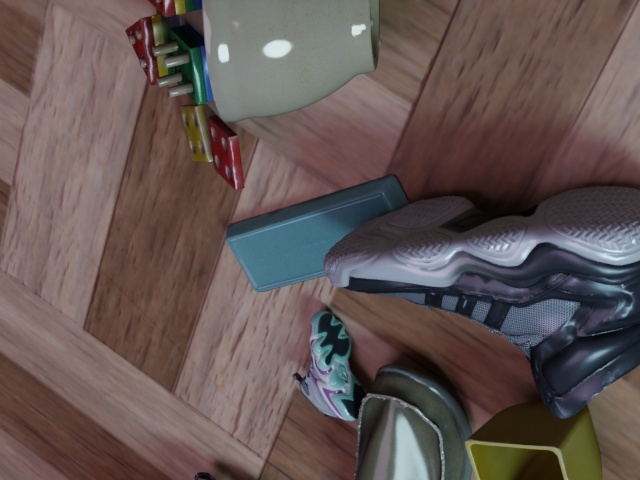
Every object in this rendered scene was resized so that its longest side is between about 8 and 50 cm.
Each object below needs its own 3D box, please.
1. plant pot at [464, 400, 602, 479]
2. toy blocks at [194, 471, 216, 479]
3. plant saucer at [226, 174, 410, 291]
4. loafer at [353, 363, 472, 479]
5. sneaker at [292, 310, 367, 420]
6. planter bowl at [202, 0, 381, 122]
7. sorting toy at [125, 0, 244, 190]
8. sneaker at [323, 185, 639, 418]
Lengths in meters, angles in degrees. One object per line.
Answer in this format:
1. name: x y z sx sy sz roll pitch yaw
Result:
1. plant pot: 0.173 0.166 1.162 0.081 0.083 0.081 -1 118 36
2. toy blocks: -0.046 0.443 1.424 0.260 0.309 0.288 15 138 2
3. plant saucer: 0.000 0.000 1.227 0.192 0.018 0.067 -16 109 41
4. loafer: 0.071 0.218 1.270 0.094 0.087 0.251 14 126 29
5. sneaker: -0.003 0.108 1.288 0.069 0.038 0.098 -7 101 51
6. planter bowl: -0.014 -0.163 1.044 0.109 0.162 0.162 0 122 7
7. sorting toy: -0.113 -0.162 1.135 0.132 0.046 0.274 -133 32 -52
8. sneaker: 0.132 0.051 1.096 0.269 0.101 0.153 -5 114 33
